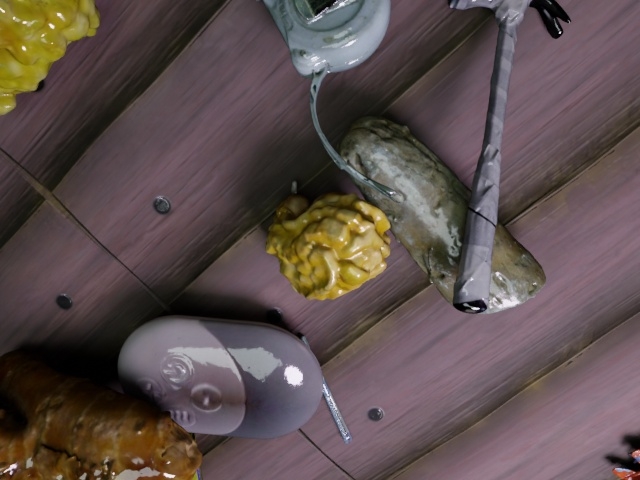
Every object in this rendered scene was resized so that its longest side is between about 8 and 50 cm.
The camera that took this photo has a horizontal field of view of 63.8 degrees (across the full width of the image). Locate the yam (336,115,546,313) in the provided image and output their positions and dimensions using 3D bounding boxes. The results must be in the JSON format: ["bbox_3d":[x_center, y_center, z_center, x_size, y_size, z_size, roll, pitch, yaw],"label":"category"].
[{"bbox_3d":[0.151,-0.034,0.703,0.133,0.133,0.330,-42,98,16],"label":"yam"}]

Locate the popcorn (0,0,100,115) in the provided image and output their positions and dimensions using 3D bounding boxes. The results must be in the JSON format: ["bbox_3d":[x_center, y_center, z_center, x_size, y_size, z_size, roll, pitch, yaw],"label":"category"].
[{"bbox_3d":[-0.424,-0.284,0.613,0.250,0.234,0.242,-32,122,26],"label":"popcorn"}]

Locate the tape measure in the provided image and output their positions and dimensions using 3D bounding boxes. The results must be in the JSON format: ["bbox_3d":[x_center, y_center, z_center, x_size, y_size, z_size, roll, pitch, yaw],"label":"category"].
[{"bbox_3d":[0.042,-0.210,0.615,0.164,0.084,0.330,-31,76,13],"label":"tape measure"}]

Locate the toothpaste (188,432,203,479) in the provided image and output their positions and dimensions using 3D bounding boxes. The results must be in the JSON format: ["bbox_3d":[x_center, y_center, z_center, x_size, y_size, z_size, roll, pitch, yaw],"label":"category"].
[{"bbox_3d":[-0.368,0.413,0.870,0.328,0.077,0.110,-9,108,-13],"label":"toothpaste"}]

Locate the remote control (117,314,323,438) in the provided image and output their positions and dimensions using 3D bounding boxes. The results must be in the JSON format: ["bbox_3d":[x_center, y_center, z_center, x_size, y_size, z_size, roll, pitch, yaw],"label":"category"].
[{"bbox_3d":[-0.161,0.222,0.826,0.332,0.103,0.221,4,116,2],"label":"remote control"}]

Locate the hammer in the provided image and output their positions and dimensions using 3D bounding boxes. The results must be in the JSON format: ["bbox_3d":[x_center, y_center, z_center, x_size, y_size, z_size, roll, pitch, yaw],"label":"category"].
[{"bbox_3d":[0.204,-0.123,0.638,0.152,0.044,0.426,12,86,-2],"label":"hammer"}]

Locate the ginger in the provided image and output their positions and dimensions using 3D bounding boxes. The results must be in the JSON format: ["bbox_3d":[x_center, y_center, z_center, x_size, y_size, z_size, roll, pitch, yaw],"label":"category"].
[{"bbox_3d":[-0.385,0.316,0.758,0.419,0.254,0.176,13,138,18],"label":"ginger"}]

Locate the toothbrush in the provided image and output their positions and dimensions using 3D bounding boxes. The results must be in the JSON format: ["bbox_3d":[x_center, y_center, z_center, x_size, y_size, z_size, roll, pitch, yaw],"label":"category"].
[{"bbox_3d":[0.007,0.255,0.871,0.019,0.016,0.219,-21,106,12],"label":"toothbrush"}]

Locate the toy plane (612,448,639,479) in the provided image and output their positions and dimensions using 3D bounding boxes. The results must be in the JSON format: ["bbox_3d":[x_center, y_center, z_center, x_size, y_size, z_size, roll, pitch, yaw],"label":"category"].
[{"bbox_3d":[0.588,0.367,0.846,0.189,0.061,0.130,-34,102,10],"label":"toy plane"}]

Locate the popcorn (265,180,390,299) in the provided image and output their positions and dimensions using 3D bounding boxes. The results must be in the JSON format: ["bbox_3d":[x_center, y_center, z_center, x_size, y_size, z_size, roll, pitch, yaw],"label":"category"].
[{"bbox_3d":[0.007,0.016,0.709,0.194,0.140,0.163,9,131,43],"label":"popcorn"}]
